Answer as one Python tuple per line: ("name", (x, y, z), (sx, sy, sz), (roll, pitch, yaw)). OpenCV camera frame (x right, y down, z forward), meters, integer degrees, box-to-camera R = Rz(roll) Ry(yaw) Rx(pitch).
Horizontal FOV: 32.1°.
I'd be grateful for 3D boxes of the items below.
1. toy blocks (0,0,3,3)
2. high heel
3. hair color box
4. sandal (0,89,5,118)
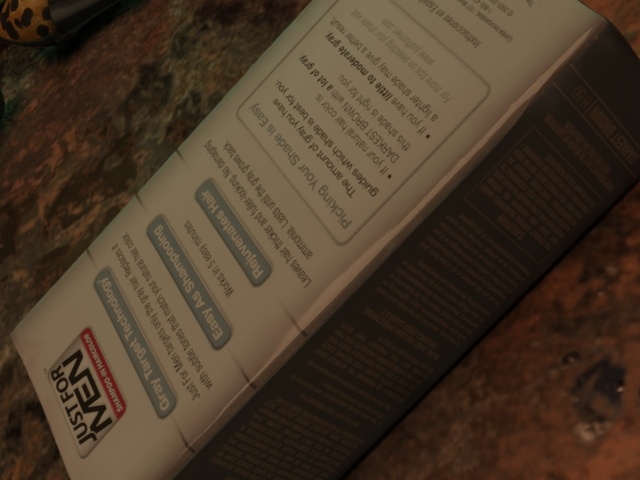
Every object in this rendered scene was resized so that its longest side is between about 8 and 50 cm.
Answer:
("toy blocks", (-0.370, -0.248, 1.141), (0.148, 0.054, 0.123), (-34, 48, 21))
("high heel", (-0.237, -0.309, 1.033), (0.186, 0.093, 0.261), (-23, 62, 21))
("hair color box", (0.000, 0.000, 0.649), (0.374, 0.113, 0.185), (-46, 45, 8))
("sandal", (-0.352, -0.050, 1.009), (0.060, 0.090, 0.219), (35, 83, 24))
